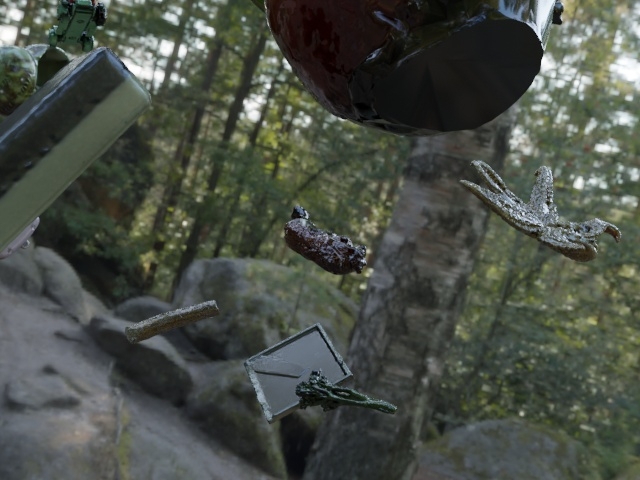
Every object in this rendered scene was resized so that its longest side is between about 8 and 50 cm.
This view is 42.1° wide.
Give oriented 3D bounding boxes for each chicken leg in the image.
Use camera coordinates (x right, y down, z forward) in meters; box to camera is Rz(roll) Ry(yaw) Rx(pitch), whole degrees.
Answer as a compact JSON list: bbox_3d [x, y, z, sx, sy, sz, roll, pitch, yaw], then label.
[{"bbox_3d":[-0.004,0.001,1.159,0.090,0.048,0.219,2,18,-35],"label":"chicken leg"}]

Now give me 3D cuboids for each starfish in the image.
[{"bbox_3d":[0.439,-0.046,1.616,0.375,0.094,0.327,9,31,-29],"label":"starfish"}]

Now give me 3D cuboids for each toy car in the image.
[{"bbox_3d":[-0.382,-0.342,1.301,0.073,0.054,0.143,-2,-9,-25],"label":"toy car"}]

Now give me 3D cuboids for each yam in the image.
[{"bbox_3d":[-0.225,0.122,1.270,0.145,0.032,0.032,-16,17,-26],"label":"yam"}]

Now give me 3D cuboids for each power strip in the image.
[{"bbox_3d":[-0.247,-0.057,0.679,0.070,0.256,0.105,48,-17,-26],"label":"power strip"}]

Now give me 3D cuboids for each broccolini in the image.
[{"bbox_3d":[0.041,0.255,1.288,0.074,0.058,0.201,-29,28,-34],"label":"broccolini"}]

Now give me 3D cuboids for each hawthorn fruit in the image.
[{"bbox_3d":[0.085,-0.241,0.829,0.316,0.315,0.316,14,3,-1],"label":"hawthorn fruit"}]

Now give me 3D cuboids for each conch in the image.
[{"bbox_3d":[-0.597,-0.330,1.650,0.124,0.187,0.181,27,-15,4],"label":"conch"}]

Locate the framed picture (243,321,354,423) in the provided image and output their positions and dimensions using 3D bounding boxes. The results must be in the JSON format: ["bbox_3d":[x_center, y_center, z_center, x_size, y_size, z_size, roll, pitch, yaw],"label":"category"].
[{"bbox_3d":[-0.056,0.286,1.843,0.209,0.019,0.281,-27,23,-4],"label":"framed picture"}]

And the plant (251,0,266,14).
[{"bbox_3d":[-0.101,-0.382,0.974,0.333,0.180,0.251,48,46,3],"label":"plant"}]

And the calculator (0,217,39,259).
[{"bbox_3d":[-0.523,-0.048,1.312,0.032,0.100,0.175,9,-36,49],"label":"calculator"}]
